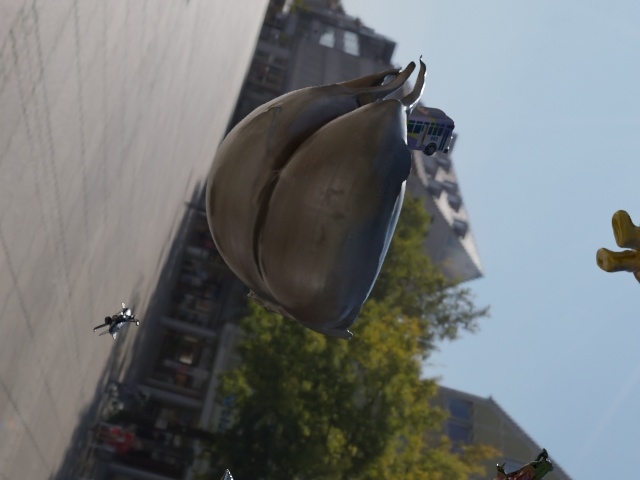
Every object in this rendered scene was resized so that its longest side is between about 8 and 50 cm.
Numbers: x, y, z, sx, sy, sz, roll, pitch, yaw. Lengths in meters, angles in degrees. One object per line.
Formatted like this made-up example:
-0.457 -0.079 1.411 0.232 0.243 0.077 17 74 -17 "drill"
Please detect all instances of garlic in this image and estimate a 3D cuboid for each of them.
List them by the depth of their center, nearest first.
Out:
0.015 -0.035 0.802 0.237 0.210 0.292 -8 117 -52 "garlic"

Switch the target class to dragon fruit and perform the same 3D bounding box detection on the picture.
0.384 0.513 1.733 0.135 0.137 0.236 32 -94 41 "dragon fruit"

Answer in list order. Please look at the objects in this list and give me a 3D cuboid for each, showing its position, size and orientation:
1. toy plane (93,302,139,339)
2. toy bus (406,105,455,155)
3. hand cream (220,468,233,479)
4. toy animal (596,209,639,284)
-0.317 0.126 1.368 0.083 0.078 0.031 -73 151 -60 "toy plane"
0.124 -0.147 1.135 0.052 0.102 0.058 47 -53 47 "toy bus"
-0.149 0.482 1.547 0.061 0.039 0.143 -63 135 -63 "hand cream"
0.406 0.010 0.890 0.156 0.229 0.156 -178 -90 -89 "toy animal"
